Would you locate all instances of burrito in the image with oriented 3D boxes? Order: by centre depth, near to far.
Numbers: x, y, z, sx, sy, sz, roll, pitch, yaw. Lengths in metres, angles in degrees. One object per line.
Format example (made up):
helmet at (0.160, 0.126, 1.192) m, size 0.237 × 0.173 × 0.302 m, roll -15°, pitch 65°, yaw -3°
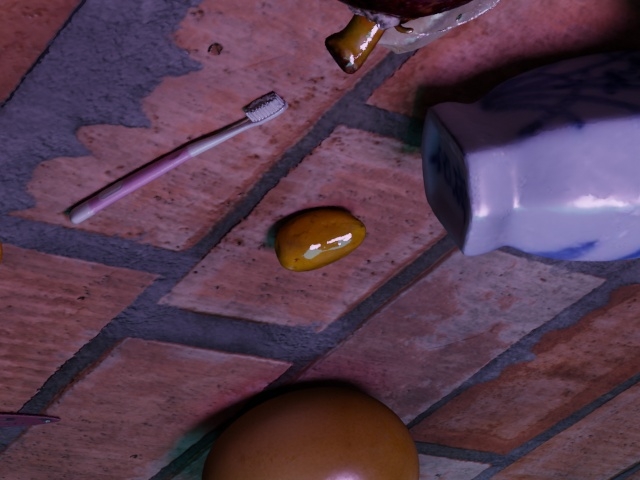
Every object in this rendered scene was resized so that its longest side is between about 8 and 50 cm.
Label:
burrito at (0.144, -0.252, 1.397) m, size 0.226 × 0.060 × 0.087 m, roll -34°, pitch 150°, yaw 24°

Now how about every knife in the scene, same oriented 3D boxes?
knife at (-0.472, 0.248, 1.949) m, size 0.247 × 0.018 × 0.035 m, roll 8°, pitch 139°, yaw -36°

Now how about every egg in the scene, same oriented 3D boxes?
egg at (-0.015, 0.343, 2.093) m, size 0.323 × 0.250 × 0.250 m, roll -6°, pitch 149°, yaw 2°

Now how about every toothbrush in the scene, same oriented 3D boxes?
toothbrush at (-0.162, -0.089, 1.557) m, size 0.286 × 0.020 × 0.025 m, roll -28°, pitch 139°, yaw 17°

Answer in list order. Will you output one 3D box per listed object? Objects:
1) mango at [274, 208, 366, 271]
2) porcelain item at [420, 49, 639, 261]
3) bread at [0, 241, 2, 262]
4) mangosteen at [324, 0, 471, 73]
mango at (0.000, 0.000, 1.733) m, size 0.114 × 0.060 × 0.080 m, roll -25°, pitch 151°, yaw 7°
porcelain item at (0.327, -0.098, 1.568) m, size 0.405 × 0.242 × 0.178 m, roll -8°, pitch 122°, yaw -13°
bread at (-0.414, -0.039, 1.405) m, size 0.158 × 0.143 × 0.149 m, roll -22°, pitch 149°, yaw 2°
mangosteen at (0.060, -0.256, 1.165) m, size 0.236 × 0.235 × 0.261 m, roll -2°, pitch 125°, yaw -22°
